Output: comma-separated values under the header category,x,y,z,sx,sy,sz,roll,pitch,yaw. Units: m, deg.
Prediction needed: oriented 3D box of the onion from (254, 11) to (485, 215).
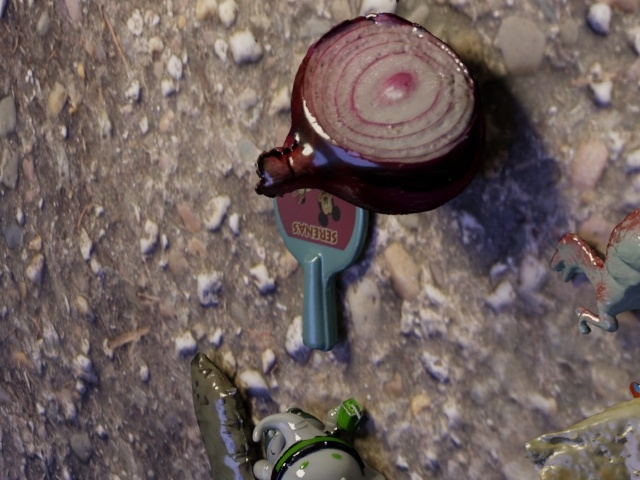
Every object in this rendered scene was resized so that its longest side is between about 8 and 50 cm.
category,x,y,z,sx,sy,sz,roll,pitch,yaw
onion,0.035,-0.090,1.265,0.195,0.218,0.140,51,166,20

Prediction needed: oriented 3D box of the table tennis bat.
category,x,y,z,sx,sy,sz,roll,pitch,yaw
table tennis bat,0.000,0.000,1.504,0.153,0.040,0.244,18,112,49

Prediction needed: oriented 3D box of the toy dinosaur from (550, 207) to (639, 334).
category,x,y,z,sx,sy,sz,roll,pitch,yaw
toy dinosaur,0.265,0.002,1.115,0.167,0.053,0.242,59,151,32

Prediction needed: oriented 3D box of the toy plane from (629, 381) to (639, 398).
category,x,y,z,sx,sy,sz,roll,pitch,yaw
toy plane,0.319,0.147,1.097,0.189,0.061,0.130,-14,90,51

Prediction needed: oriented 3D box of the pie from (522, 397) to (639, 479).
category,x,y,z,sx,sy,sz,roll,pitch,yaw
pie,0.274,0.265,1.031,0.075,0.338,0.337,-96,2,-74

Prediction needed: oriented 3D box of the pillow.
category,x,y,z,sx,sy,sz,roll,pitch,yaw
pillow,-0.110,0.252,1.736,0.093,0.051,0.241,-15,88,55

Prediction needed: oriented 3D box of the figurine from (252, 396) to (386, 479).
category,x,y,z,sx,sy,sz,roll,pitch,yaw
figurine,-0.011,0.248,1.539,0.192,0.147,0.126,-128,18,-58
